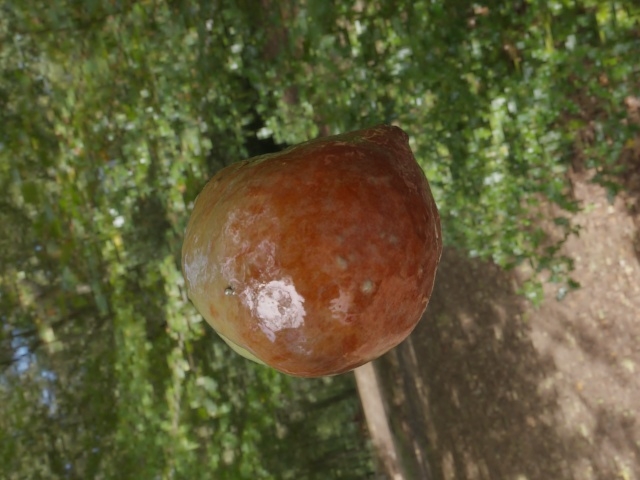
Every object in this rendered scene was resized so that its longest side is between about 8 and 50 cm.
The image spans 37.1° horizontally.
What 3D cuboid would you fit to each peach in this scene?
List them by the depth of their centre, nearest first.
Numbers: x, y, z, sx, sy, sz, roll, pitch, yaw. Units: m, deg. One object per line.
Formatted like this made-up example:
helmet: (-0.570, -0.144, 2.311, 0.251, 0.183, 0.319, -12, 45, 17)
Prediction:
peach: (0.000, 0.000, 0.776, 0.232, 0.233, 0.232, 166, 90, -89)
